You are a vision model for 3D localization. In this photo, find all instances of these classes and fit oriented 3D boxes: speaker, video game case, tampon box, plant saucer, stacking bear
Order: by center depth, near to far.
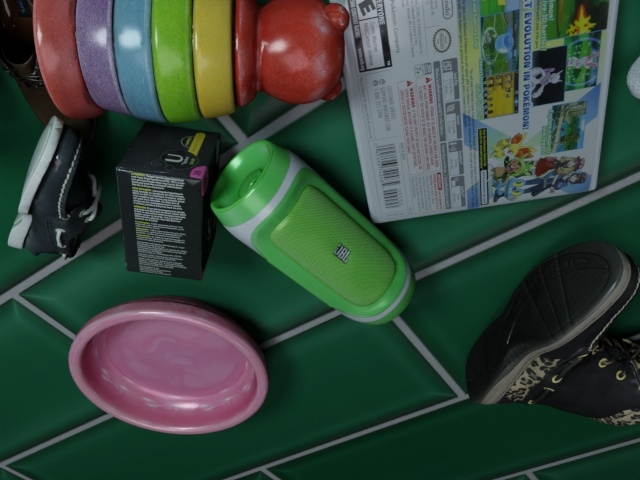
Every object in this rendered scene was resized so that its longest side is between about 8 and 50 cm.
[{"bbox_3d":[-0.117,-0.202,0.569,0.289,0.164,0.175,0,129,-5],"label":"stacking bear"},{"bbox_3d":[0.184,-0.178,0.652,0.300,0.036,0.328,-8,127,8],"label":"video game case"},{"bbox_3d":[-0.191,-0.050,0.708,0.102,0.120,0.161,8,129,-4],"label":"tampon box"},{"bbox_3d":[0.000,0.000,0.728,0.131,0.131,0.296,-33,127,25],"label":"speaker"},{"bbox_3d":[-0.252,0.211,0.946,0.332,0.084,0.332,1,129,1],"label":"plant saucer"}]

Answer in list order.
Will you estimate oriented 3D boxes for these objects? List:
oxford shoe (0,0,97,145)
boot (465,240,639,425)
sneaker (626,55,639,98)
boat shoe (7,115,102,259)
[{"bbox_3d":[-0.320,-0.193,0.613,0.083,0.096,0.227,-7,131,1],"label":"oxford shoe"},{"bbox_3d":[0.435,0.169,0.859,0.284,0.138,0.377,16,131,-10],"label":"boot"},{"bbox_3d":[0.488,-0.180,0.597,0.269,0.101,0.153,-22,123,15],"label":"sneaker"},{"bbox_3d":[-0.320,-0.054,0.685,0.091,0.114,0.303,21,156,-25],"label":"boat shoe"}]
